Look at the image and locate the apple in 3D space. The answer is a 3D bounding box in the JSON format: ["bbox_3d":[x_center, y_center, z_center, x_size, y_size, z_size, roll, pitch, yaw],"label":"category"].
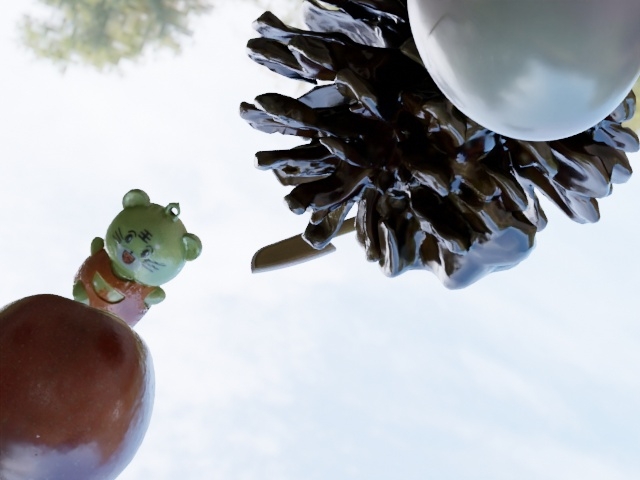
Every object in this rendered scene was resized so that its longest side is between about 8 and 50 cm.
[{"bbox_3d":[-0.281,0.163,1.480,0.218,0.201,0.218,18,169,4],"label":"apple"}]

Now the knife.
[{"bbox_3d":[0.000,-0.001,1.855,0.256,0.022,0.046,-20,-125,-42],"label":"knife"}]

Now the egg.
[{"bbox_3d":[0.087,-0.102,0.585,0.103,0.103,0.135,17,-128,-18],"label":"egg"}]

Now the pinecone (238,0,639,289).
[{"bbox_3d":[0.100,-0.144,1.397,0.398,0.397,0.397,21,-156,-10],"label":"pinecone"}]

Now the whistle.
[{"bbox_3d":[-0.274,0.051,1.964,0.131,0.288,0.106,40,-158,1],"label":"whistle"}]
